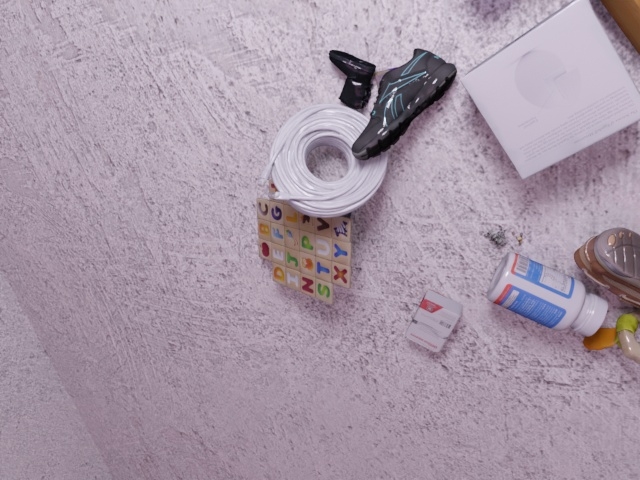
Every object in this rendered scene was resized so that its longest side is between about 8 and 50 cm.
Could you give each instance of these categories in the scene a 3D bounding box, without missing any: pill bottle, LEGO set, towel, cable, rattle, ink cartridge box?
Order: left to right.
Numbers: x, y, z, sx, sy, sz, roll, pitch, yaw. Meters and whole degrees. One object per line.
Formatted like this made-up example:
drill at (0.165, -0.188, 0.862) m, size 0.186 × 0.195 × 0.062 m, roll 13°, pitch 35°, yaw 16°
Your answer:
cable at (0.016, -0.173, 1.048) m, size 0.257 × 0.089 × 0.257 m, roll 18°, pitch 78°, yaw 3°
towel at (0.160, -0.342, 1.021) m, size 0.083 × 0.009 × 0.060 m, roll -4°, pitch 113°, yaw 26°
ink cartridge box at (0.291, 0.207, 1.219) m, size 0.099 × 0.056 × 0.135 m, roll 26°, pitch 123°, yaw 11°
LEGO set at (0.414, -0.006, 1.072) m, size 0.083 × 0.023 × 0.054 m, roll -11°, pitch 111°, yaw 29°
pill bottle at (0.496, 0.123, 1.042) m, size 0.221 × 0.124 × 0.124 m, roll 26°, pitch 123°, yaw 11°
rattle at (0.720, 0.238, 1.036) m, size 0.200 × 0.130 × 0.142 m, roll 8°, pitch 134°, yaw -9°

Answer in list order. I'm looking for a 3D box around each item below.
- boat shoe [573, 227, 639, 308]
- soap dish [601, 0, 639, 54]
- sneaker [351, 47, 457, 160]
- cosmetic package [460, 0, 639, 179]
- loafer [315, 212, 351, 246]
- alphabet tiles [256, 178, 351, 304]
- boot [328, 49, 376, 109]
boat shoe at (0.667, 0.084, 0.964) m, size 0.324 × 0.123 × 0.116 m, roll 34°, pitch 158°, yaw -5°
soap dish at (0.567, -0.440, 0.684) m, size 0.229 × 0.118 × 0.291 m, roll 37°, pitch 126°, yaw -22°
sneaker at (0.153, -0.278, 0.975) m, size 0.267 × 0.101 × 0.106 m, roll -45°, pitch 80°, yaw 2°
cosmetic package at (0.419, -0.273, 0.861) m, size 0.224 × 0.138 × 0.224 m, roll -29°, pitch 100°, yaw 33°
loafer at (0.000, 0.000, 1.219) m, size 0.095 × 0.109 × 0.302 m, roll 27°, pitch 127°, yaw 14°
alphabet tiles at (-0.052, -0.001, 1.200) m, size 0.342 × 0.011 × 0.285 m, roll 16°, pitch 113°, yaw 43°
boot at (0.062, -0.353, 1.042) m, size 0.121 × 0.045 × 0.099 m, roll 28°, pitch 130°, yaw 13°
